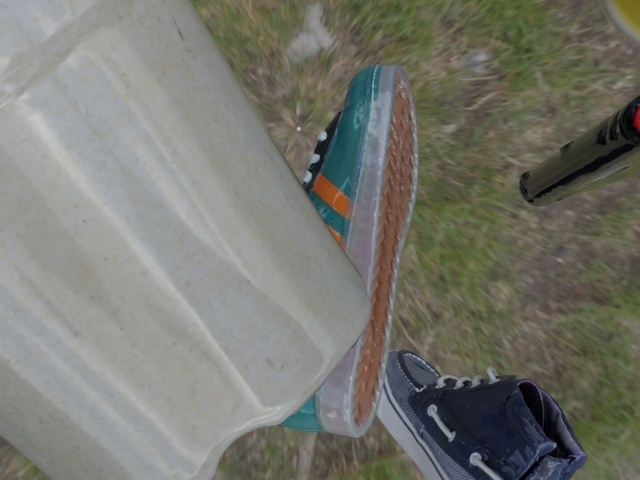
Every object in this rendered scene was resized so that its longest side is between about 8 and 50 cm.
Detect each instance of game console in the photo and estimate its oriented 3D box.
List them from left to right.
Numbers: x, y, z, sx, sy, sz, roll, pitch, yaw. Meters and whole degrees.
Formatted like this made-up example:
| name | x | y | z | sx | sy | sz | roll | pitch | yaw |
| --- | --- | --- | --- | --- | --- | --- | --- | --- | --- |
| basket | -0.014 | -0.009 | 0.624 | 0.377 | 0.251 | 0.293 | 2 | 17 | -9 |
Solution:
| name | x | y | z | sx | sy | sz | roll | pitch | yaw |
| --- | --- | --- | --- | --- | --- | --- | --- | --- | --- |
| game console | 0.328 | -0.118 | 1.099 | 0.342 | 0.386 | 0.060 | -19 | 86 | -4 |

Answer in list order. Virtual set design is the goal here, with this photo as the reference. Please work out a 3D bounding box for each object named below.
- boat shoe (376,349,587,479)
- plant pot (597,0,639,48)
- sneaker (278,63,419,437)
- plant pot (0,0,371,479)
| name | x | y | z | sx | sy | sz | roll | pitch | yaw |
| --- | --- | --- | --- | --- | --- | --- | --- | --- | --- |
| boat shoe | 0.171 | 0.188 | 1.670 | 0.127 | 0.340 | 0.158 | 23 | 111 | -34 |
| plant pot | 0.357 | -0.291 | 1.349 | 0.254 | 0.254 | 0.239 | 33 | 64 | -3 |
| sneaker | 0.000 | 0.000 | 1.224 | 0.121 | 0.108 | 0.302 | 6 | 78 | 20 |
| plant pot | -0.144 | -0.009 | 0.934 | 0.334 | 0.334 | 0.305 | -39 | 99 | 2 |
